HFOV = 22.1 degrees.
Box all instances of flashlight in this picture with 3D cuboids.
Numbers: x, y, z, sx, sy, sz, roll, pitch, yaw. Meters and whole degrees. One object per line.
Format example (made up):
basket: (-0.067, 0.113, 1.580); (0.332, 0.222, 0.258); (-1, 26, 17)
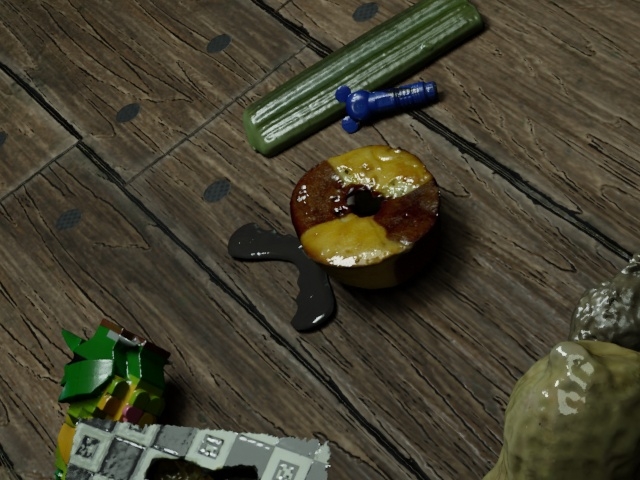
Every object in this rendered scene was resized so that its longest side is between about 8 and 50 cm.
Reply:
flashlight: (0.080, -0.167, 1.938); (0.121, 0.057, 0.035); (-12, 6, 12)

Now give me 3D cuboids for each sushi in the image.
sushi: (-0.123, 0.274, 1.590); (0.279, 0.043, 0.192); (0, 64, 21)

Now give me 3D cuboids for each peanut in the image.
peanut: (0.202, 0.210, 1.354); (0.159, 0.291, 0.143); (11, 29, -18)

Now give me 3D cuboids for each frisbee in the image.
frisbee: (0.000, 0.000, 1.832); (0.187, 0.012, 0.211); (-39, 42, -11)

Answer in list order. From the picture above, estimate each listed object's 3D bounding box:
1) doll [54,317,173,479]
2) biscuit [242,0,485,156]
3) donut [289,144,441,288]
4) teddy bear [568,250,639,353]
doll: (-0.226, 0.174, 1.718); (0.134, 0.106, 0.186); (-13, 60, 33)
biscuit: (0.046, -0.210, 2.000); (0.322, 0.038, 0.099); (-31, 44, -1)
donut: (0.054, -0.020, 1.765); (0.166, 0.073, 0.184); (-32, 45, -10)
teddy bear: (0.296, 0.101, 1.426); (0.177, 0.190, 0.140); (-54, 30, -13)
